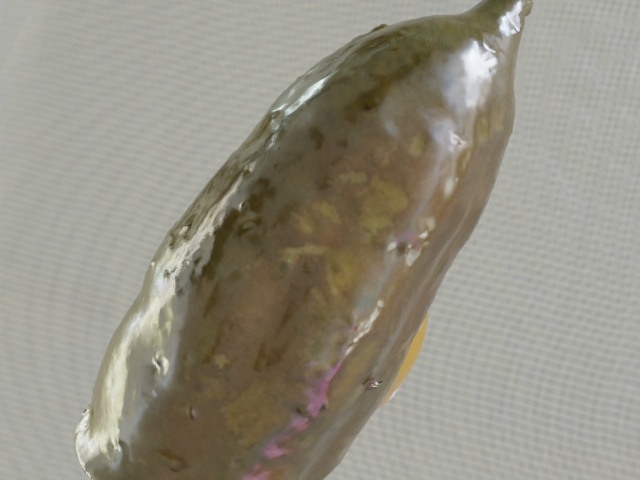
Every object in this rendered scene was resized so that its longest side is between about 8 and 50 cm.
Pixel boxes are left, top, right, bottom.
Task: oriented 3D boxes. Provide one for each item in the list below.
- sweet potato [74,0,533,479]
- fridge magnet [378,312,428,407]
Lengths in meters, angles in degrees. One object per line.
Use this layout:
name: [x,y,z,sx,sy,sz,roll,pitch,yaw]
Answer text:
sweet potato: [0.000,0.000,0.871,0.158,0.158,0.369,35,-79,21]
fridge magnet: [0.016,0.069,1.091,0.063,0.143,0.143,36,-84,46]
